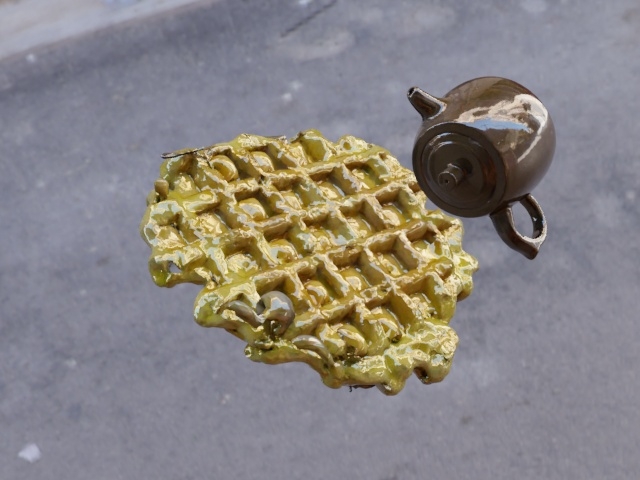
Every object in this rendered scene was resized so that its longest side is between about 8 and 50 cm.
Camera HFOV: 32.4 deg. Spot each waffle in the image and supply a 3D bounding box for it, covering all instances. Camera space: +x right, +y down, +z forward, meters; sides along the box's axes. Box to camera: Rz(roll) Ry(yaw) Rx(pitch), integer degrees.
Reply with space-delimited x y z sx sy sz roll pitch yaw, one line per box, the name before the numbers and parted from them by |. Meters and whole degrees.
waffle | -0.001 0.002 0.858 0.280 0.060 0.262 23 41 -13

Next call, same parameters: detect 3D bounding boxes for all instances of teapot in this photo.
teapot | 0.091 -0.042 0.629 0.076 0.121 0.068 -26 10 45
